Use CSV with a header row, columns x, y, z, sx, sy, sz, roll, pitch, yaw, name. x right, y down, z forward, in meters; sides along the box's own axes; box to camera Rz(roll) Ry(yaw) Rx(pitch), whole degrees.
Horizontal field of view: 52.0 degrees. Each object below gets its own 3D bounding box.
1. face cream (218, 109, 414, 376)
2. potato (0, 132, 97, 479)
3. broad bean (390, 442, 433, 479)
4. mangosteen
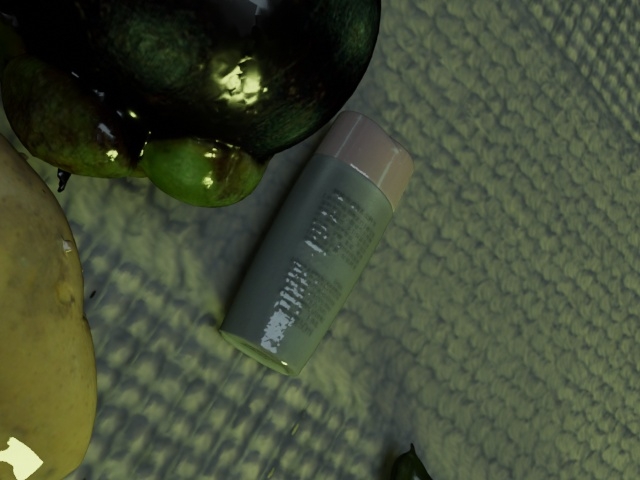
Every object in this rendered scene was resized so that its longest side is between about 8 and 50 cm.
x,y,z,sx,sy,sz,roll,pitch,yaw,name
0.000,0.000,0.496,0.084,0.057,0.198,40,67,-24,face cream
-0.203,0.030,0.331,0.161,0.128,0.235,-11,98,-30,potato
0.091,0.292,0.543,0.065,0.046,0.255,-7,92,-32,broad bean
-0.081,-0.136,0.375,0.243,0.243,0.243,2,87,-31,mangosteen
